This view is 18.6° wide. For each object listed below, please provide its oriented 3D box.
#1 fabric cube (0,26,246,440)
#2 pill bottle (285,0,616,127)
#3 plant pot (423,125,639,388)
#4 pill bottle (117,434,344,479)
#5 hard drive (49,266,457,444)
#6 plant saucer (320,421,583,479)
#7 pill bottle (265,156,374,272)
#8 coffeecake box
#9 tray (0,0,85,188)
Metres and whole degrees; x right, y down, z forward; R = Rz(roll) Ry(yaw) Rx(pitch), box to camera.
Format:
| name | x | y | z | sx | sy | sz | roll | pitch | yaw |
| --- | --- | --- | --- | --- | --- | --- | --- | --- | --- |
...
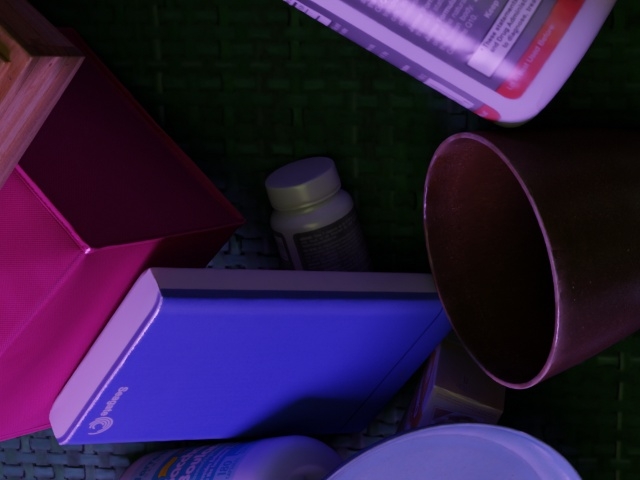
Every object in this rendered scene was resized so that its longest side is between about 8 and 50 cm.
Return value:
| name | x | y | z | sx | sy | sz | roll | pitch | yaw |
| --- | --- | --- | --- | --- | --- | --- | --- | --- | --- |
| fabric cube | -0.275 | -0.006 | 1.652 | 0.259 | 0.254 | 0.258 | 48 | 114 | 16 |
| pill bottle | 0.055 | -0.263 | 1.560 | 0.363 | 0.210 | 0.210 | 30 | 114 | -6 |
| plant pot | 0.238 | -0.008 | 1.643 | 0.230 | 0.215 | 0.215 | -14 | 115 | -23 |
| pill bottle | -0.099 | 0.261 | 1.812 | 0.264 | 0.146 | 0.146 | -12 | 114 | 44 |
| hard drive | -0.050 | 0.102 | 1.698 | 0.319 | 0.040 | 0.210 | 2 | 140 | -36 |
| plant saucer | 0.091 | 0.290 | 1.707 | 0.318 | 0.043 | 0.317 | -8 | 116 | -16 |
| pill bottle | 0.000 | 0.000 | 1.755 | 0.078 | 0.078 | 0.137 | -12 | 112 | 13 |
| coffeecake box | 0.106 | 0.186 | 1.786 | 0.068 | 0.142 | 0.185 | 21 | 114 | -1 |
| tray | -0.371 | -0.043 | 1.517 | 0.203 | 0.076 | 0.411 | 43 | 113 | 19 |
